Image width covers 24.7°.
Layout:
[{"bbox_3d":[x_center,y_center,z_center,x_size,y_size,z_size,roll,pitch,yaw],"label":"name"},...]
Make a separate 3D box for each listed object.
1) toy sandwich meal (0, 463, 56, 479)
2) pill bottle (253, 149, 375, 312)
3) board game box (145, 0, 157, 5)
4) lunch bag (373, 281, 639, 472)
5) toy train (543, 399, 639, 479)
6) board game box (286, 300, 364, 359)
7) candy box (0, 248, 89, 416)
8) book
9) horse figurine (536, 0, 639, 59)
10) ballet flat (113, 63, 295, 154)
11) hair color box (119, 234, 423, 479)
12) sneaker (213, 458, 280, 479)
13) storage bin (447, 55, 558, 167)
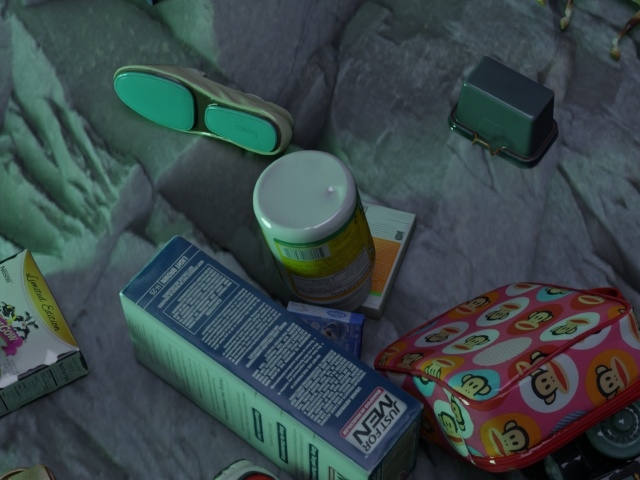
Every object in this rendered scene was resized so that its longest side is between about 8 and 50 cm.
[{"bbox_3d":[-0.338,0.289,1.648,0.086,0.029,0.085,-1,61,1],"label":"toy sandwich meal"},{"bbox_3d":[0.000,0.000,1.668,0.118,0.208,0.117,-6,56,9],"label":"pill bottle"},{"bbox_3d":[-0.201,-0.418,1.961,0.048,0.170,0.141,37,69,18],"label":"board game box"},{"bbox_3d":[0.220,0.128,1.585,0.258,0.293,0.120,-30,104,-15],"label":"lunch bag"},{"bbox_3d":[0.416,0.230,1.609,0.334,0.142,0.190,-21,74,-12],"label":"toy train"},{"bbox_3d":[0.003,0.117,1.701,0.090,0.090,0.020,10,40,8],"label":"board game box"},{"bbox_3d":[-0.412,0.133,1.715,0.233,0.071,0.159,-27,64,-13],"label":"candy box"},{"bbox_3d":[0.050,0.020,1.788,0.096,0.035,0.144,15,62,15],"label":"book"},{"bbox_3d":[0.400,-0.338,1.960,0.263,0.066,0.174,31,72,15],"label":"horse figurine"},{"bbox_3d":[-0.145,-0.177,1.886,0.248,0.086,0.086,23,64,12],"label":"ballet flat"},{"bbox_3d":[-0.055,0.157,1.632,0.347,0.174,0.105,34,66,18],"label":"hair color box"},{"bbox_3d":[-0.126,0.362,1.562,0.118,0.107,0.279,35,68,13],"label":"sneaker"},{"bbox_3d":[0.231,-0.165,1.853,0.135,0.091,0.098,31,66,18],"label":"storage bin"}]
